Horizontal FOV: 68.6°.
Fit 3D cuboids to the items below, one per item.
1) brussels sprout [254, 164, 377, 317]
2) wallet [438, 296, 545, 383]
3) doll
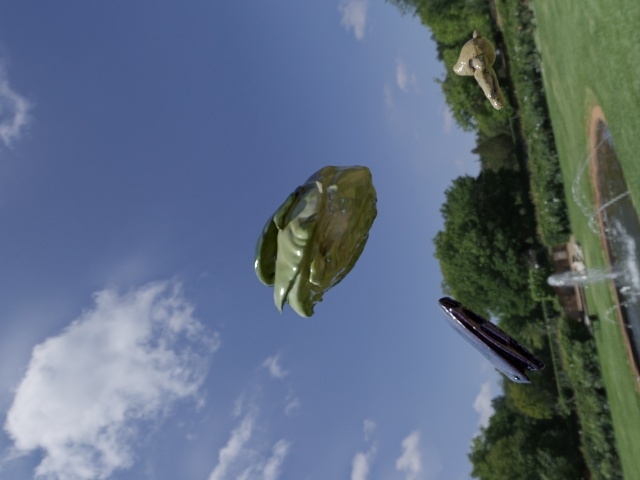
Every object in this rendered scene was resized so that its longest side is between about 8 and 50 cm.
[{"bbox_3d":[-0.002,-0.003,0.498,0.139,0.100,0.181,-22,-48,-41],"label":"brussels sprout"},{"bbox_3d":[0.180,0.105,0.510,0.111,0.030,0.166,43,180,21],"label":"wallet"},{"bbox_3d":[0.193,-0.200,0.545,0.061,0.051,0.093,34,-158,-50],"label":"doll"}]
